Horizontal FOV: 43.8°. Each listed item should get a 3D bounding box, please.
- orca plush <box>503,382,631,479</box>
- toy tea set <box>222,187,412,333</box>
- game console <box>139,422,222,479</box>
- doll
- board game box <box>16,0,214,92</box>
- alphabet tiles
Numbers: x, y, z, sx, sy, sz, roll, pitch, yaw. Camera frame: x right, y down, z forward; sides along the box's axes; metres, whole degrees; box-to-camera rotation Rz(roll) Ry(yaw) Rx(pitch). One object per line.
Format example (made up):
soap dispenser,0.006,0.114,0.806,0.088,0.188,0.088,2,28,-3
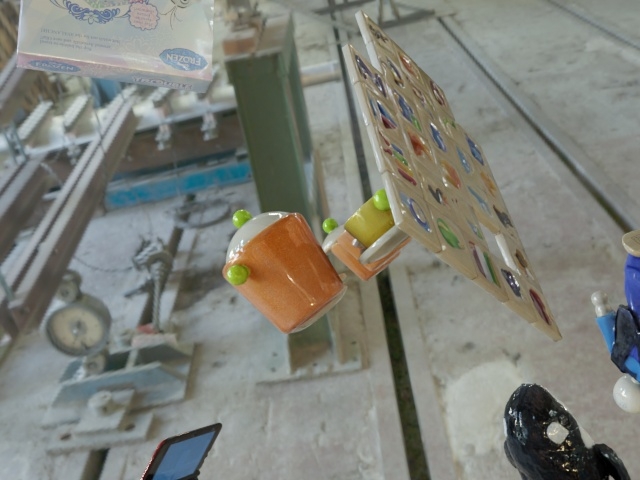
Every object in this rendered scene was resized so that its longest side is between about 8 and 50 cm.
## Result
orca plush,0.255,0.301,0.886,0.151,0.287,0.102,15,42,40
toy tea set,0.000,0.000,0.858,0.200,0.124,0.336,-39,-6,-4
game console,-0.161,0.307,0.980,0.085,0.124,0.144,-32,-15,19
doll,0.289,0.079,0.705,0.046,0.189,0.129,-24,38,-22
board game box,-0.097,-0.122,0.388,0.090,0.090,0.020,5,-14,-20
alphabet tiles,0.084,-0.059,0.562,0.009,0.198,0.237,-34,46,24
